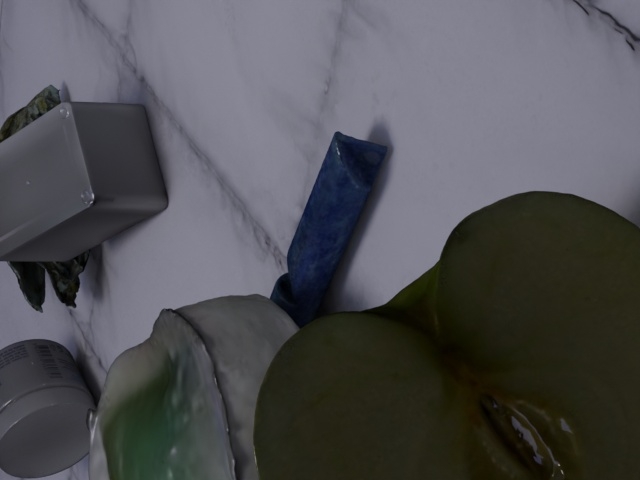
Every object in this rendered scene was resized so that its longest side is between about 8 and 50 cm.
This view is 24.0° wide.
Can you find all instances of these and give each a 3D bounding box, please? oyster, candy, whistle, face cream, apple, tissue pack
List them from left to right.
[{"bbox_3d":[-0.454,0.266,2.397,0.153,0.177,0.177,56,142,39],"label":"face cream"},{"bbox_3d":[-0.429,-0.066,2.300,0.162,0.158,0.350,137,132,-73],"label":"oyster"},{"bbox_3d":[-0.357,-0.079,2.099,0.246,0.136,0.159,-25,75,38],"label":"tissue pack"},{"bbox_3d":[-0.110,0.272,1.659,0.386,0.186,0.426,-45,46,39],"label":"candy"},{"bbox_3d":[0.000,0.000,1.652,0.062,0.062,0.304,60,144,33],"label":"whistle"},{"bbox_3d":[0.152,0.171,1.165,0.360,0.312,0.320,55,129,21],"label":"apple"}]
